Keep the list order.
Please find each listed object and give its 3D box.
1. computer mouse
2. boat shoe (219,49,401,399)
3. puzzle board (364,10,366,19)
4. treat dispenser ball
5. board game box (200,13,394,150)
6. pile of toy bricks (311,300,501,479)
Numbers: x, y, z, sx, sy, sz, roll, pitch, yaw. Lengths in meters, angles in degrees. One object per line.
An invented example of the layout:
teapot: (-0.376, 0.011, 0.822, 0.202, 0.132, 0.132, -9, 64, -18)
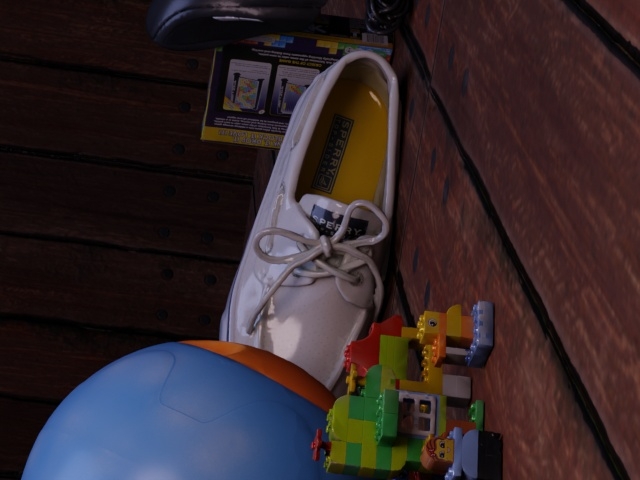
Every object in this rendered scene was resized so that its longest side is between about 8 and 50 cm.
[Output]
computer mouse: (-0.039, -0.267, 1.821, 0.060, 0.262, 0.184, 65, -152, -50)
boat shoe: (0.009, 0.001, 1.683, 0.156, 0.136, 0.367, 123, 164, -70)
puzzle board: (0.044, -0.167, 2.043, 0.128, 0.011, 0.096, -90, 10, -47)
treat dispenser ball: (-0.093, 0.221, 1.524, 0.288, 0.288, 0.288, -173, 90, -84)
board game box: (-0.024, -0.154, 1.899, 0.048, 0.170, 0.141, -90, 10, -48)
pile of toy bricks: (0.046, 0.123, 1.187, 0.118, 0.105, 0.212, 107, 169, -58)
